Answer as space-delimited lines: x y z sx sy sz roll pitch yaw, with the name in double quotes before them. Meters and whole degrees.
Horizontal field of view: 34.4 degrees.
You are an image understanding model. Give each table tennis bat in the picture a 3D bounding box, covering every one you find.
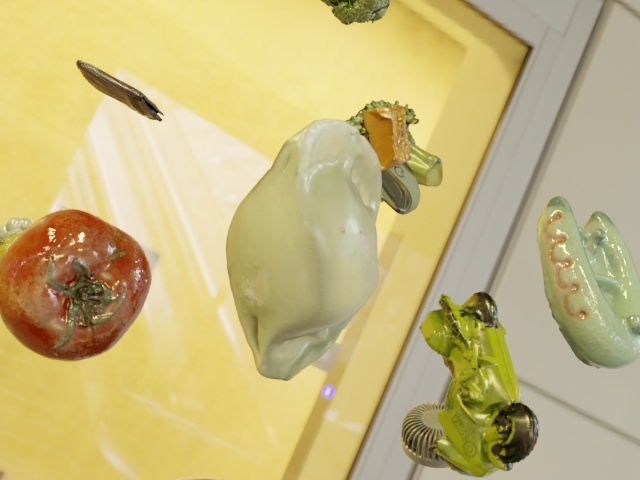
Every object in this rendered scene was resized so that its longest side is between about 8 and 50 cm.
"table tennis bat" 0.107 -0.113 1.877 0.173 0.022 0.301 55 27 -2

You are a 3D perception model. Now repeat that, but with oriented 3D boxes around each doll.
"doll" -0.635 0.012 2.123 0.062 0.106 0.162 50 15 -29

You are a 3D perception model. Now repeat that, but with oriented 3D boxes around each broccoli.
"broccoli" 0.155 -0.189 2.228 0.243 0.247 0.263 24 -12 34

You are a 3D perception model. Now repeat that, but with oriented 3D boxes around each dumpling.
"dumpling" 0.000 0.000 0.958 0.131 0.252 0.179 21 30 37

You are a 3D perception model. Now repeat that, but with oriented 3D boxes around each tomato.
"tomato" -0.361 0.067 1.542 0.236 0.237 0.095 29 -12 -24

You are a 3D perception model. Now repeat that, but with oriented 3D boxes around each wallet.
"wallet" -0.381 -0.282 1.955 0.165 0.030 0.111 29 -6 20

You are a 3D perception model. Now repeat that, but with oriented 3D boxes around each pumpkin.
"pumpkin" 0.074 -0.121 1.228 0.053 0.074 0.083 -5 7 16

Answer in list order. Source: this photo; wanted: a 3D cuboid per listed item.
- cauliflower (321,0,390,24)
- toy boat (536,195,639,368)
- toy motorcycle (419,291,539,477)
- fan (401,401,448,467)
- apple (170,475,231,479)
"cauliflower" 0.033 -0.518 1.790 0.250 0.275 0.272 -11 -28 0
"toy boat" 0.317 0.043 1.166 0.134 0.208 0.079 20 -38 -35
"toy motorcycle" 0.252 0.246 1.672 0.142 0.206 0.342 27 33 -29
"fan" 0.266 0.344 1.885 0.244 0.074 0.130 -8 30 -13
"apple" -0.190 0.544 1.612 0.363 0.364 0.364 23 -10 4
